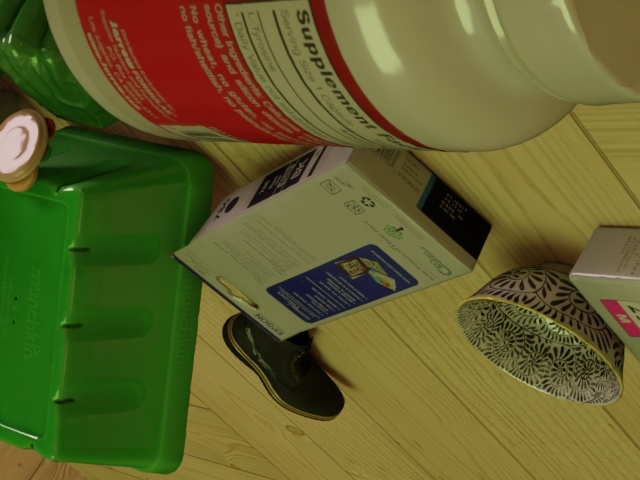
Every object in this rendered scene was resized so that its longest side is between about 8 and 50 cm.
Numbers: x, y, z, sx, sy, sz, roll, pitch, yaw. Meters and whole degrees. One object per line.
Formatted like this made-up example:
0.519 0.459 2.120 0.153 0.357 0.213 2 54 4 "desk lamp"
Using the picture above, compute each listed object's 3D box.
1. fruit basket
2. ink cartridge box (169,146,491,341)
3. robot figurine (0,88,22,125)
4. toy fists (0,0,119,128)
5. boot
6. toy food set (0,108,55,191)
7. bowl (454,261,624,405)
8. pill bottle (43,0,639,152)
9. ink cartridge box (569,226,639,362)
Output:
-0.234 0.059 1.615 0.283 0.392 0.392 13 152 34 "fruit basket"
0.000 0.000 1.383 0.165 0.065 0.332 40 146 -20 "ink cartridge box"
-0.508 -0.106 1.570 0.353 0.200 0.300 -9 -173 -43 "robot figurine"
-0.316 -0.207 1.398 0.279 0.096 0.142 23 170 20 "toy fists"
-0.025 0.161 1.825 0.198 0.077 0.137 38 153 -16 "boot"
-0.305 -0.096 1.436 0.083 0.082 0.020 39 -173 39 "toy food set"
0.216 0.073 1.295 0.170 0.080 0.170 28 158 13 "bowl"
0.031 -0.168 0.829 0.407 0.229 0.229 6 147 47 "pill bottle"
0.375 0.096 1.162 0.239 0.060 0.275 4 145 52 "ink cartridge box"
